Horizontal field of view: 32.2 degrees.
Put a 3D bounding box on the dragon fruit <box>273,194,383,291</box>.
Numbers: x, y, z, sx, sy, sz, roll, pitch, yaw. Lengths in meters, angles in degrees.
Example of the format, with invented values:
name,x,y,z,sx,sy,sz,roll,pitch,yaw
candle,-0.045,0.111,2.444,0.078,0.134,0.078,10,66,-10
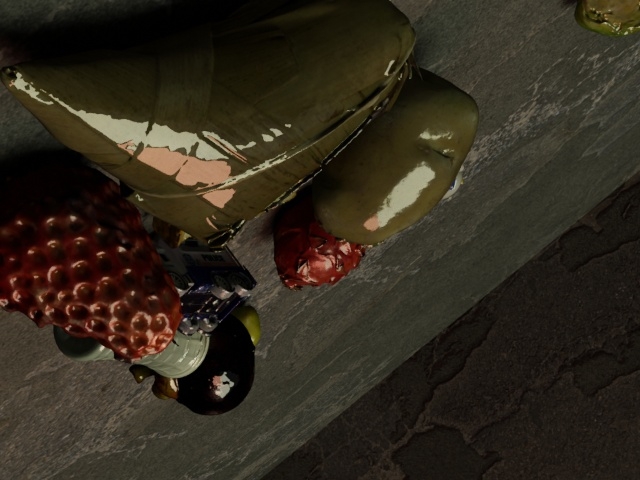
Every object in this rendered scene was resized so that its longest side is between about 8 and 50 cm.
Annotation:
name,x,y,z,sx,sy,sz,roll,pitch,yaw
dragon fruit,0.000,0.000,2.076,0.209,0.172,0.172,-30,161,2

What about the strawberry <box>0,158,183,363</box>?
name,x,y,z,sx,sy,sz,roll,pitch,yaw
strawberry,-0.307,0.011,1.405,0.253,0.280,0.150,-6,141,-42

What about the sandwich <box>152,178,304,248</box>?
name,x,y,z,sx,sy,sz,roll,pitch,yaw
sandwich,-0.130,-0.110,1.705,0.251,0.087,0.226,-26,158,-31

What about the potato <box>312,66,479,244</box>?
name,x,y,z,sx,sy,sz,roll,pitch,yaw
potato,0.121,-0.141,1.886,0.326,0.221,0.243,-60,163,21

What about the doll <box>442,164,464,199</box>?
name,x,y,z,sx,sy,sz,roll,pitch,yaw
doll,0.213,-0.133,2.229,0.138,0.119,0.293,-20,167,20

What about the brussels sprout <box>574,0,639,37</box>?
name,x,y,z,sx,sy,sz,roll,pitch,yaw
brussels sprout,0.559,-0.458,2.108,0.149,0.151,0.122,-64,-170,0

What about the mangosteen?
name,x,y,z,sx,sy,sz,roll,pitch,yaw
mangosteen,-0.250,0.239,2.162,0.250,0.211,0.211,-5,157,-1

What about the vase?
name,x,y,z,sx,sy,sz,roll,pitch,yaw
vase,-0.324,0.158,1.905,0.143,0.143,0.299,-42,157,12

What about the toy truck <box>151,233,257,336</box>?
name,x,y,z,sx,sy,sz,roll,pitch,yaw
toy truck,-0.241,0.064,1.811,0.124,0.155,0.268,-46,157,20

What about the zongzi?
name,x,y,z,sx,sy,sz,roll,pitch,yaw
zongzi,-0.073,-0.233,1.331,0.500,0.218,0.467,-39,160,1

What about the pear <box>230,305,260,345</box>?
name,x,y,z,sx,sy,sz,roll,pitch,yaw
pear,-0.165,0.182,2.316,0.097,0.092,0.092,-53,163,-11
